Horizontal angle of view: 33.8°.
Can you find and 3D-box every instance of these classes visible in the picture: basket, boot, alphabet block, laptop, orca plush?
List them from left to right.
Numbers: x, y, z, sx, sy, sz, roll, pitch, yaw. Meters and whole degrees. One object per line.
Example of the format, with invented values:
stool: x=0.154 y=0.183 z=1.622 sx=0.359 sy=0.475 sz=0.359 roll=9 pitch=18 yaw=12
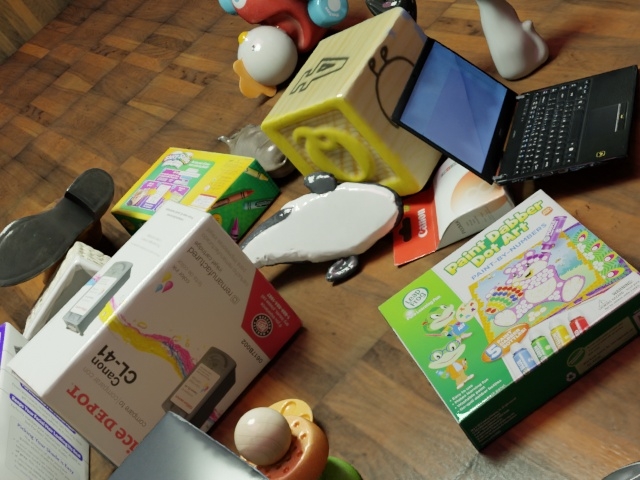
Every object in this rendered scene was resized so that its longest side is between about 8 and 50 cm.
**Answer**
boot: x=-0.463 y=0.014 z=1.780 sx=0.264 sy=0.096 sz=0.280 roll=-55 pitch=3 yaw=-26
basket: x=-0.379 y=0.099 z=1.648 sx=0.167 sy=0.113 sz=0.103 roll=-54 pitch=25 yaw=10
orca plush: x=0.000 y=0.000 z=1.502 sx=0.287 sy=0.102 sz=0.151 roll=-37 pitch=75 yaw=19
alphabet block: x=0.069 y=-0.185 z=1.521 sx=0.193 sy=0.192 sz=0.197 roll=-15 pitch=37 yaw=51
laptop: x=0.259 y=-0.191 z=1.368 sx=0.264 sy=0.137 sz=0.234 roll=-11 pitch=32 yaw=28

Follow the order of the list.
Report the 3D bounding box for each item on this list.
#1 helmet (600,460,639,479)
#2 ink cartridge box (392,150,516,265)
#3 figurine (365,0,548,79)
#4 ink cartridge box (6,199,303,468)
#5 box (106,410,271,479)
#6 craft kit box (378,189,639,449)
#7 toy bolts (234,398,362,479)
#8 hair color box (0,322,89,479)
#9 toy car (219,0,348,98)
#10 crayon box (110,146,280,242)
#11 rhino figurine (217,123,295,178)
helmet: x=0.269 y=0.247 z=0.807 sx=0.169 sy=0.161 sz=0.169 roll=-25 pitch=34 yaw=18
ink cartridge box: x=0.168 y=-0.056 z=1.415 sx=0.179 sy=0.045 sz=0.145 roll=-23 pitch=34 yaw=18
figurine: x=0.202 y=-0.318 z=1.562 sx=0.214 sy=0.209 sz=0.092 roll=-22 pitch=35 yaw=23
ink cartridge box: x=-0.207 y=0.134 z=1.364 sx=0.306 sy=0.226 sz=0.131 roll=-49 pitch=32 yaw=-17
box: x=-0.105 y=0.366 z=0.899 sx=0.296 sy=0.294 sz=0.182 roll=-49 pitch=33 yaw=-17
craft kit box: x=0.216 y=0.078 z=1.186 sx=0.249 sy=0.061 sz=0.247 roll=-36 pitch=29 yaw=1
toy bolts: x=-0.103 y=0.248 z=1.176 sx=0.228 sy=0.158 sz=0.218 roll=-35 pitch=32 yaw=3
hair color box: x=-0.405 y=0.285 z=1.400 sx=0.110 sy=0.185 sz=0.339 roll=-32 pitch=31 yaw=10
toy car: x=-0.105 y=-0.385 z=1.982 sx=0.219 sy=0.210 sz=0.238 roll=-6 pitch=55 yaw=55
crayon box: x=-0.215 y=-0.066 z=1.768 sx=0.278 sy=0.081 sz=0.165 roll=12 pitch=56 yaw=51
rhino figurine: x=-0.101 y=-0.163 z=1.791 sx=0.106 sy=0.073 sz=0.243 roll=-43 pitch=30 yaw=-15
